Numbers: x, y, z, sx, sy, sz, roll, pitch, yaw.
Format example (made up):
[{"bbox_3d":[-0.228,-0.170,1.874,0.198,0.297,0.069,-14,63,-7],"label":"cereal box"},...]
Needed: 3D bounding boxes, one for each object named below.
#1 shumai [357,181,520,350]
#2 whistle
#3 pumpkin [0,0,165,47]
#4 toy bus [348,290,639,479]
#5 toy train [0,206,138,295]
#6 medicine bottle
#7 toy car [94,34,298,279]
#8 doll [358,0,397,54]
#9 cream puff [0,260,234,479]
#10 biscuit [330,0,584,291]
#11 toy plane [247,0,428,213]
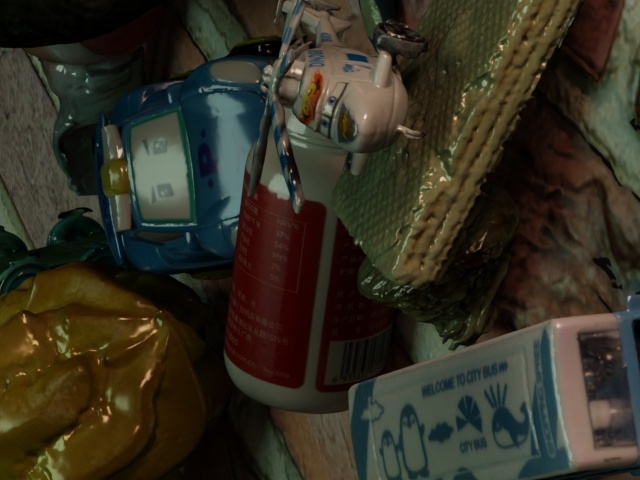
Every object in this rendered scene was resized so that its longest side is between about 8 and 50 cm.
[{"bbox_3d":[0.097,0.025,1.367,0.124,0.087,0.099,-27,29,23],"label":"shumai"},{"bbox_3d":[-0.225,-0.195,1.952,0.189,0.189,0.348,-135,33,-55],"label":"whistle"},{"bbox_3d":[-0.274,-0.386,1.702,0.344,0.454,0.454,104,155,-66],"label":"pumpkin"},{"bbox_3d":[0.134,0.109,1.224,0.297,0.131,0.106,152,112,-64],"label":"toy bus"},{"bbox_3d":[-0.279,0.067,2.035,0.112,0.203,0.163,38,135,55],"label":"toy train"},{"bbox_3d":[0.000,0.000,1.501,0.131,0.131,0.250,-137,49,-56],"label":"medicine bottle"},{"bbox_3d":[-0.106,-0.064,1.693,0.314,0.166,0.198,-10,87,64],"label":"toy car"},{"bbox_3d":[0.038,-0.203,1.519,0.037,0.027,0.125,-41,56,51],"label":"doll"},{"bbox_3d":[-0.212,0.128,1.829,0.257,0.324,0.291,-47,69,12],"label":"cream puff"},{"bbox_3d":[0.090,-0.101,1.301,0.252,0.052,0.150,-62,24,15],"label":"biscuit"},{"bbox_3d":[0.010,-0.110,1.341,0.273,0.107,0.182,-142,65,-83],"label":"toy plane"}]
